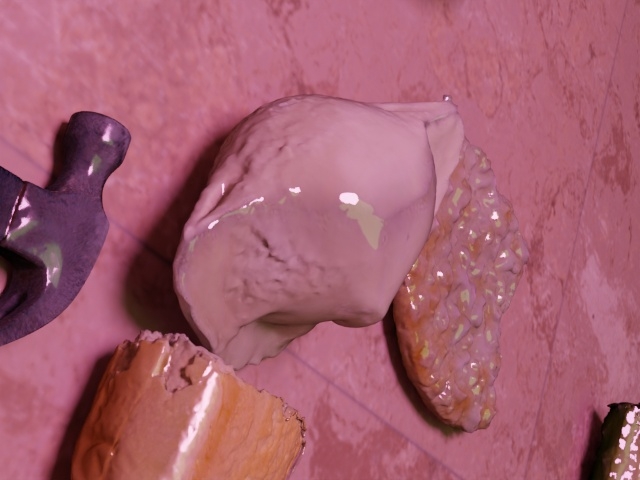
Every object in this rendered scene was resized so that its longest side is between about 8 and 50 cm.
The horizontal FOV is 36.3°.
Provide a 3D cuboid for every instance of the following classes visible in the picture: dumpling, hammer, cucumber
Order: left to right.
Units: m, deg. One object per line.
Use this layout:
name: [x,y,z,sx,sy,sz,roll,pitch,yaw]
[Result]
hammer: [-0.194,-0.049,0.370,0.290,0.037,0.137,37,59,-47]
dumpling: [-0.003,0.002,0.575,0.216,0.126,0.166,-61,163,-52]
cucumber: [0.312,0.334,0.999,0.145,0.105,0.325,66,35,-70]

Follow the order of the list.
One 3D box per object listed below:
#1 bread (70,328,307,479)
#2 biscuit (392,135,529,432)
bread: [-0.071,0.112,0.503,0.106,0.082,0.125,-60,145,-19]
biscuit: [0.111,0.026,0.775,0.188,0.040,0.266,-20,107,-51]
